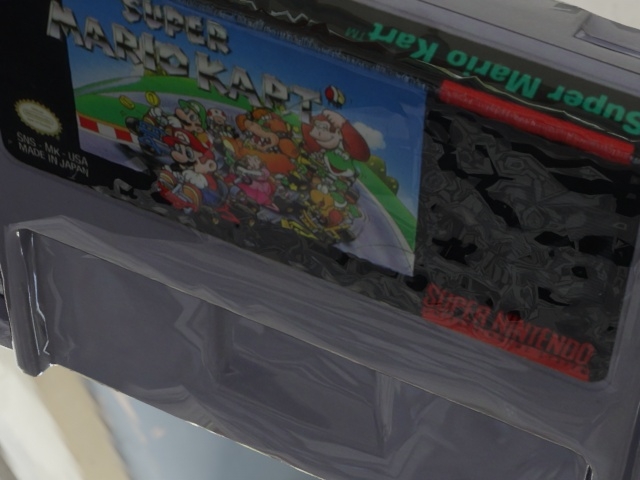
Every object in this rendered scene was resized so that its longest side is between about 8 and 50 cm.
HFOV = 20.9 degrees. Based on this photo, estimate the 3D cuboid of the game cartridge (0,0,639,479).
[{"bbox_3d":[0.000,0.000,0.576,0.355,0.068,0.230,21,-35,17],"label":"game cartridge"}]
